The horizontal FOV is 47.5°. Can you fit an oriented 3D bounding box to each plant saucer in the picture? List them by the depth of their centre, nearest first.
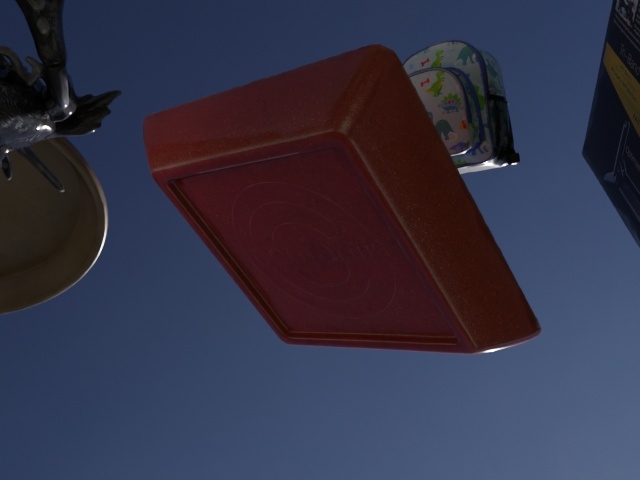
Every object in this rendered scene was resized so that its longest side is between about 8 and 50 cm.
[{"bbox_3d":[0.000,0.000,0.555,0.259,0.258,0.048,56,-130,-28],"label":"plant saucer"},{"bbox_3d":[-0.329,-0.031,0.633,0.277,0.278,0.041,-9,-133,-6],"label":"plant saucer"}]

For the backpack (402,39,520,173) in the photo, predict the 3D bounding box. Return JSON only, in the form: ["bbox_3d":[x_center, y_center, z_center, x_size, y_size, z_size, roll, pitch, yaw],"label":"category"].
[{"bbox_3d":[0.113,-0.118,0.653,0.105,0.084,0.114,-7,-94,39],"label":"backpack"}]

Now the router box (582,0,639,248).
[{"bbox_3d":[0.318,-0.080,0.578,0.081,0.243,0.309,-8,-136,-1],"label":"router box"}]

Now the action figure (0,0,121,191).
[{"bbox_3d":[-0.204,-0.124,0.379,0.164,0.276,0.141,-14,-113,-10],"label":"action figure"}]
